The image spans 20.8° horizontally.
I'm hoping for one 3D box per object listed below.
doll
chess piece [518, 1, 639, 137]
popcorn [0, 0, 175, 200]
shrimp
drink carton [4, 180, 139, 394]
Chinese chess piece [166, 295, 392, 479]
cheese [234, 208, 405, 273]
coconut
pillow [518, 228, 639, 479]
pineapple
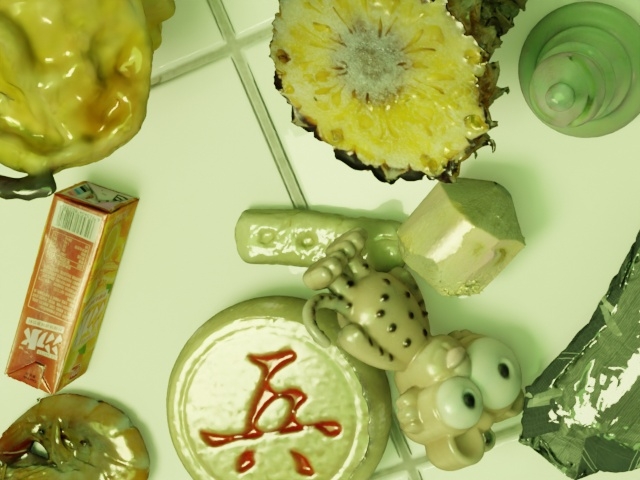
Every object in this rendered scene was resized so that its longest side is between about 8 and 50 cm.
[{"bbox_3d":[0.094,0.115,1.822,0.278,0.154,0.119,42,142,-14],"label":"doll"},{"bbox_3d":[0.246,-0.151,1.675,0.139,0.271,0.139,3,103,13],"label":"chess piece"},{"bbox_3d":[-0.321,-0.207,1.776,0.349,0.349,0.382,-18,59,18],"label":"popcorn"},{"bbox_3d":[-0.334,0.255,2.026,0.287,0.063,0.152,-4,98,13],"label":"shrimp"},{"bbox_3d":[-0.279,0.051,1.952,0.071,0.096,0.223,21,105,10],"label":"drink carton"},{"bbox_3d":[-0.045,0.183,1.914,0.249,0.103,0.250,2,101,13],"label":"Chinese chess piece"},{"bbox_3d":[0.000,0.000,1.895,0.194,0.043,0.065,4,95,15],"label":"cheese"},{"bbox_3d":[0.152,-0.010,1.814,0.116,0.116,0.122,42,113,4],"label":"coconut"},{"bbox_3d":[0.335,0.112,1.799,0.161,0.092,0.335,35,109,12],"label":"pillow"},{"bbox_3d":[0.119,-0.222,1.701,0.262,0.272,0.262,21,134,23],"label":"pineapple"}]
